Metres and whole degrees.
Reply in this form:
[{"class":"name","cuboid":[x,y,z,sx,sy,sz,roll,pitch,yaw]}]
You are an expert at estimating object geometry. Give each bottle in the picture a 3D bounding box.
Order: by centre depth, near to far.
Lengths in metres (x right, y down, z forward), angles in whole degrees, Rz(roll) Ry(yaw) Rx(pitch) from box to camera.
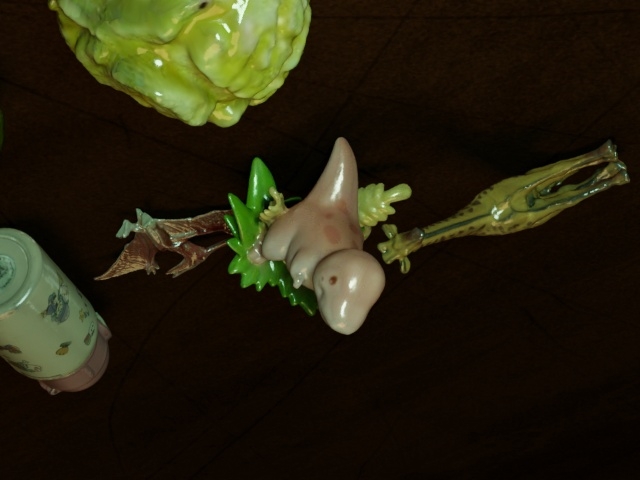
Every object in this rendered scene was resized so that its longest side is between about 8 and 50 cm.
[{"class":"bottle","cuboid":[-0.295,0.085,1.632,0.110,0.110,0.233,-10,150,13]}]

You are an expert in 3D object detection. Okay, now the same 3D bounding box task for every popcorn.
[{"class":"popcorn","cuboid":[-0.094,-0.180,1.126,0.185,0.187,0.167,-40,170,36]}]

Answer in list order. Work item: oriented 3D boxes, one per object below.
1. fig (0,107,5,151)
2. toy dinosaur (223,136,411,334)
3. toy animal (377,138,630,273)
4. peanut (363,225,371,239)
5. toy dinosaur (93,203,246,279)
[{"class":"fig","cuboid":[-0.349,-0.086,1.344,0.117,0.117,0.177,21,154,-35]},{"class":"toy dinosaur","cuboid":[-0.005,-0.005,1.429,0.152,0.194,0.177,33,153,-23]},{"class":"toy animal","cuboid":[0.169,-0.031,1.430,0.275,0.054,0.149,-20,176,-14]},{"class":"peanut","cuboid":[0.011,-0.015,1.558,0.083,0.037,0.037,13,148,-17]},{"class":"toy dinosaur","cuboid":[-0.148,-0.002,1.573,0.220,0.032,0.108,-23,142,28]}]
